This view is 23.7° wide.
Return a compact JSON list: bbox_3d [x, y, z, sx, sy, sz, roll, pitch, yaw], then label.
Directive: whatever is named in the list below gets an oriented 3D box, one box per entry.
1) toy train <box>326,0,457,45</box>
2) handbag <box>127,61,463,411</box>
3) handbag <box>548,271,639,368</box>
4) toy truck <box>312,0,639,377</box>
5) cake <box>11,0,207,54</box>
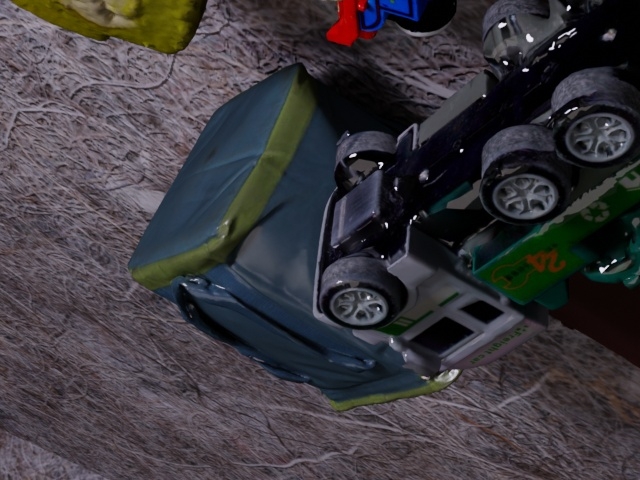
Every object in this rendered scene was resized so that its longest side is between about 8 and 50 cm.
[{"bbox_3d":[0.050,-0.212,1.011,0.131,0.082,0.204,19,153,16],"label":"toy train"},{"bbox_3d":[0.000,0.000,1.295,0.241,0.222,0.263,33,155,-19],"label":"handbag"},{"bbox_3d":[0.318,0.036,1.204,0.275,0.084,0.260,34,151,-13],"label":"handbag"},{"bbox_3d":[0.152,-0.043,1.032,0.178,0.176,0.363,34,131,-26],"label":"toy truck"},{"bbox_3d":[-0.147,-0.243,1.058,0.179,0.156,0.260,20,156,-4],"label":"cake"}]
